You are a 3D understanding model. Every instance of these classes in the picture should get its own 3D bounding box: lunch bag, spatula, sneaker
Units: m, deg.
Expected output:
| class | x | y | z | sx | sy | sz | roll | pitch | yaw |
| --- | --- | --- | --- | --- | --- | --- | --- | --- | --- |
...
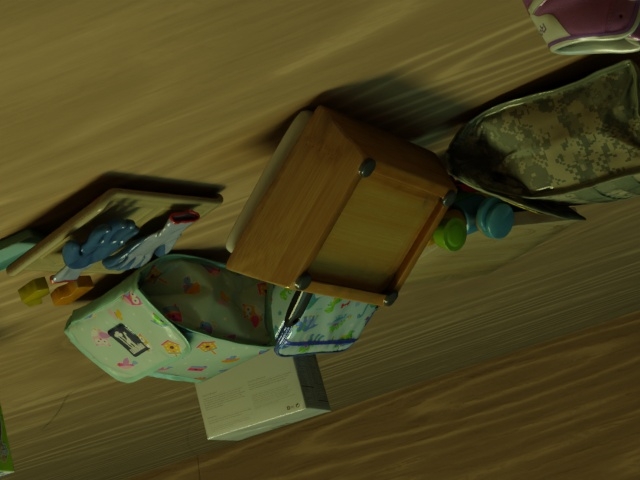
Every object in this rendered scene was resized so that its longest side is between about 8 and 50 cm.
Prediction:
| class | x | y | z | sx | sy | sz | roll | pitch | yaw |
| --- | --- | --- | --- | --- | --- | --- | --- | --- | --- |
| lunch bag | 0.002 | 0.114 | 2.177 | 0.219 | 0.090 | 0.176 | 4 | 123 | -51 |
| spatula | 0.000 | 0.000 | 1.744 | 0.084 | 0.030 | 0.296 | -15 | 132 | -47 |
| lunch bag | 0.336 | -0.116 | 1.733 | 0.287 | 0.169 | 0.235 | -17 | 169 | 28 |
| sneaker | 0.328 | -0.270 | 1.215 | 0.282 | 0.161 | 0.102 | -27 | 159 | 29 |
| lunch bag | -0.233 | 0.124 | 1.976 | 0.262 | 0.160 | 0.223 | 12 | 153 | -38 |

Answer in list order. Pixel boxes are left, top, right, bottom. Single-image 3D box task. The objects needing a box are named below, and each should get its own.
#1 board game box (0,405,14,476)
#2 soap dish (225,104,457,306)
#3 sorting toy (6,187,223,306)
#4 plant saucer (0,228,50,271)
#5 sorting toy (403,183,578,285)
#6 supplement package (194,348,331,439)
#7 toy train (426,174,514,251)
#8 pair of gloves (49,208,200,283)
| class | x | y | z | sx | sy | sz | roll | pitch | yaw |
| --- | --- | --- | --- | --- | --- | --- | --- | --- | --- |
| board game box | -0.576 | 0.223 | 1.817 | 0.078 | 0.233 | 0.347 | -20 | 164 | 12 |
| soap dish | 0.037 | -0.030 | 1.620 | 0.291 | 0.118 | 0.229 | 14 | 109 | -56 |
| sorting toy | -0.303 | 0.006 | 1.700 | 0.307 | 0.041 | 0.229 | -32 | 163 | 32 |
| plant saucer | -0.438 | 0.027 | 1.692 | 0.192 | 0.018 | 0.067 | -24 | 163 | 20 |
| sorting toy | 0.240 | -0.016 | 2.098 | 0.257 | 0.089 | 0.255 | -6 | 161 | -35 |
| supplement package | -0.114 | 0.235 | 2.301 | 0.194 | 0.203 | 0.149 | -19 | 166 | 14 |
| toy train | 0.142 | -0.012 | 1.798 | 0.248 | 0.105 | 0.143 | -20 | -161 | -33 |
| pair of gloves | -0.257 | 0.007 | 1.643 | 0.198 | 0.023 | 0.159 | -7 | 157 | -49 |
